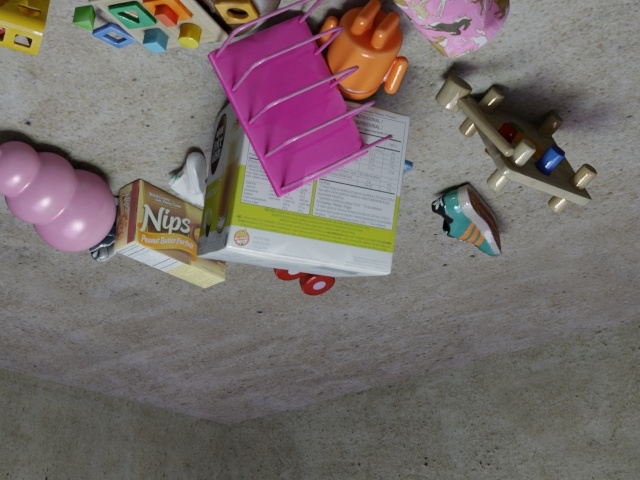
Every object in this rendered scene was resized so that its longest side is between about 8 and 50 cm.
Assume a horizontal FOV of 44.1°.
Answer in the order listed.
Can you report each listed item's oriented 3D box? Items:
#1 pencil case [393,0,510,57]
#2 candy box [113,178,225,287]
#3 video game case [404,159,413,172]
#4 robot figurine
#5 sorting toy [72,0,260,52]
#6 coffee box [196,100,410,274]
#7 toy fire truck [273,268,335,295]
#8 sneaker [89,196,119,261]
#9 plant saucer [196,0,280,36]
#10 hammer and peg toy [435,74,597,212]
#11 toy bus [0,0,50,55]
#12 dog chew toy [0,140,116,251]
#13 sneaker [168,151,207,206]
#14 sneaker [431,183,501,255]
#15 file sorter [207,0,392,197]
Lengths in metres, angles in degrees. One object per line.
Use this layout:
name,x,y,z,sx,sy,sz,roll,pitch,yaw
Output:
pencil case,0.170,-0.460,1.276,0.167,0.160,0.386,-33,143,17
candy box,-0.387,-0.012,2.086,0.088,0.182,0.316,-23,146,33
video game case,0.129,-0.187,1.957,0.166,0.015,0.119,19,145,-34
robot figurine,0.078,-0.354,1.510,0.158,0.128,0.219,1,153,-18
sorting toy,-0.276,-0.376,1.378,0.348,0.047,0.196,-1,165,26
coffee box,-0.048,-0.111,1.658,0.338,0.334,0.338,9,174,-19
toy fire truck,0.000,0.000,2.179,0.254,0.169,0.302,-34,143,18
sneaker,-0.622,-0.025,2.070,0.226,0.163,0.086,-4,158,8
plant saucer,-0.223,-0.424,1.362,0.311,0.050,0.310,5,166,1
hammer and peg toy,0.401,-0.201,1.681,0.361,0.266,0.127,15,130,-30
toy bus,-0.587,-0.404,1.408,0.202,0.104,0.191,-10,151,16
dog chew toy,-0.649,-0.114,1.876,0.207,0.206,0.332,-18,140,29
sneaker,-0.331,-0.150,1.951,0.094,0.080,0.212,11,153,1
sneaker,0.402,-0.046,2.156,0.121,0.108,0.302,-16,141,26
file sorter,-0.030,-0.258,1.399,0.202,0.290,0.182,-28,-175,-19
